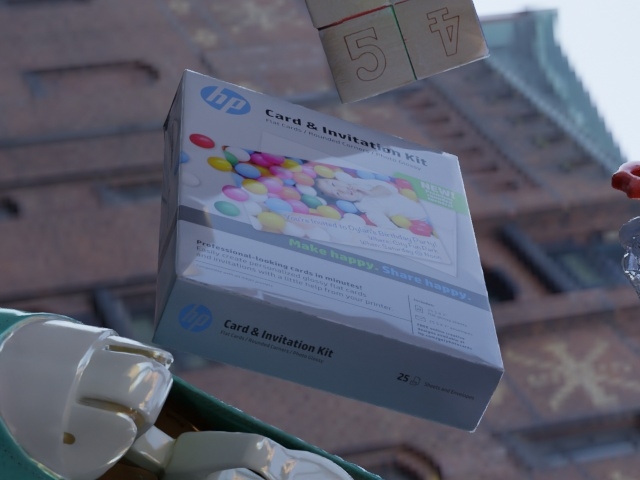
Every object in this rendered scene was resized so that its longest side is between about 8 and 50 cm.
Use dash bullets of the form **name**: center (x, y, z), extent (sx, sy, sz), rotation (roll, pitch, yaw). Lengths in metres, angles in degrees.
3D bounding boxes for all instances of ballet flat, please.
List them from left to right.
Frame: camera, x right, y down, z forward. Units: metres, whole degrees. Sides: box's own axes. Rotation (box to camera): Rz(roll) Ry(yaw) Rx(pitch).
- **ballet flat**: center (-0.058, 0.080, 0.730), extent (0.087, 0.247, 0.083), rotation (-43, -157, 47)

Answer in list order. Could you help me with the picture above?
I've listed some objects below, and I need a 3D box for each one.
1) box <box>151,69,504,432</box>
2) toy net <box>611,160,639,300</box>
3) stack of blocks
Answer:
- **box**: center (0.000, 0.000, 0.860), extent (0.186, 0.145, 0.038), rotation (-95, -155, -60)
- **toy net**: center (0.200, -0.025, 1.006), extent (0.122, 0.232, 0.045), rotation (13, -65, 24)
- **stack of blocks**: center (0.006, -0.238, 1.076), extent (0.171, 0.087, 0.297), rotation (-78, 150, -78)
